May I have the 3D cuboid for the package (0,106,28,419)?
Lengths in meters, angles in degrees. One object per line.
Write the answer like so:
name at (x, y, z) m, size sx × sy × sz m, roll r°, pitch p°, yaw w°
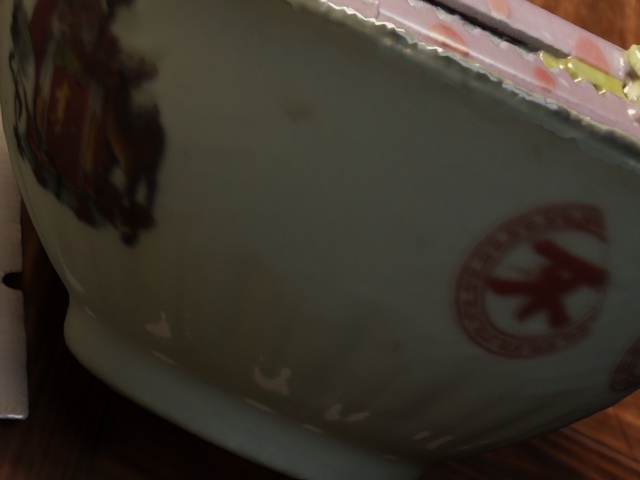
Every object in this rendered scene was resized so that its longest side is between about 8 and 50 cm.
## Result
package at (-0.223, -0.044, 0.666) m, size 0.251 × 0.062 × 0.204 m, roll 22°, pitch 53°, yaw -39°

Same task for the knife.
knife at (0.108, -0.094, 0.900) m, size 0.398 × 0.038 × 0.132 m, roll 19°, pitch 48°, yaw -34°

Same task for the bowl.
bowl at (0.000, 0.000, 0.686) m, size 0.337 × 0.337 × 0.157 m, roll 24°, pitch 94°, yaw -22°
